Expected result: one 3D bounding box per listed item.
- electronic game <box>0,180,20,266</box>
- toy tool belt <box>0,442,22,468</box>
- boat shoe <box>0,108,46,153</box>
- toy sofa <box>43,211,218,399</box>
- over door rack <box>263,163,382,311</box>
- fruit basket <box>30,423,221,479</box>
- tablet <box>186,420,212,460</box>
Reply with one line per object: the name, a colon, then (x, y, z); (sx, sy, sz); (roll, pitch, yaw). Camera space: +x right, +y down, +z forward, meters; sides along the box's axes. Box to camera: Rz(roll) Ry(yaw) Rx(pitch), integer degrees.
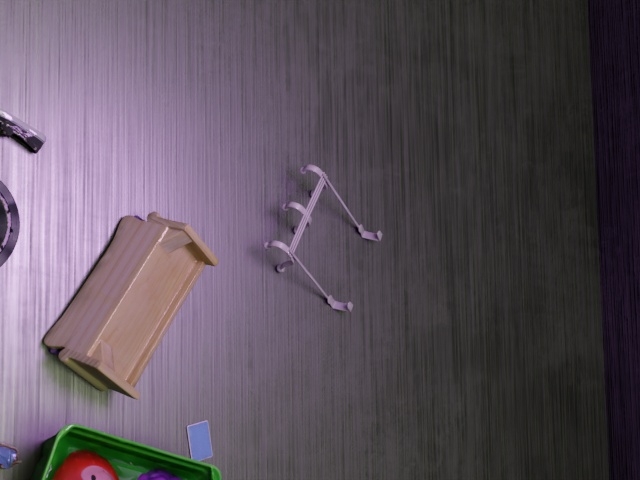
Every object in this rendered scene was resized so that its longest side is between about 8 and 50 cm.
electronic game: (-0.680, -0.034, 1.522); (0.229, 0.048, 0.229); (4, 83, -36)
toy tool belt: (-0.608, 0.407, 1.531); (0.083, 0.051, 0.052); (20, 73, -34)
boat shoe: (-0.608, -0.219, 1.597); (0.142, 0.049, 0.040); (31, 68, -33)
toy sofa: (-0.387, 0.128, 1.688); (0.362, 0.177, 0.150); (-63, 145, -24)
over door rack: (0.000, 0.000, 2.013); (0.324, 0.108, 0.239); (44, 61, -42)
fruit basket: (-0.357, 0.524, 1.517); (0.392, 0.392, 0.283); (27, 70, -32)
tablet: (-0.269, 0.447, 1.813); (0.054, 0.006, 0.083); (-8, 91, -38)
